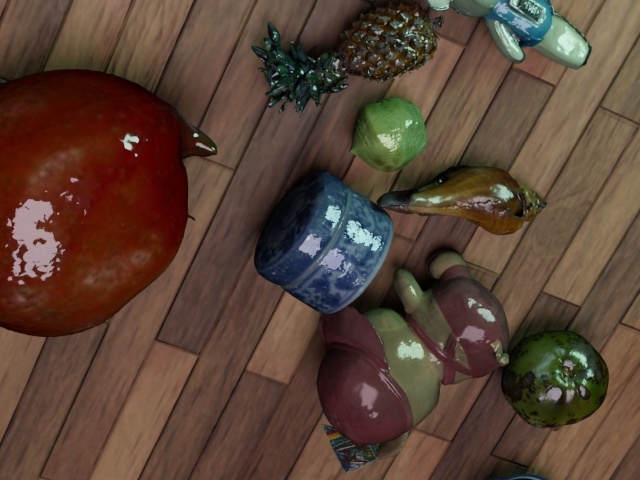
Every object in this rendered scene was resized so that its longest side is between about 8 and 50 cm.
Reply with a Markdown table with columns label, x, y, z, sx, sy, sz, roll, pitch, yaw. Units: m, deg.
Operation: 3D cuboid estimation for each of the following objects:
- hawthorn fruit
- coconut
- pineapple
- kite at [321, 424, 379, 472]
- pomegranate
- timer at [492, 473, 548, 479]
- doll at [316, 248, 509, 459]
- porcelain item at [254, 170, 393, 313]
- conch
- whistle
| label | x | y | z | sx | sy | sz | roll | pitch | yaw |
| --- | --- | --- | --- | --- | --- | --- | --- | --- | --- |
| hawthorn fruit | -0.289 | -0.048 | 1.302 | 0.295 | 0.295 | 0.311 | 34 | 106 | -21 |
| coconut | 0.077 | -0.122 | 1.417 | 0.096 | 0.088 | 0.088 | -27 | 116 | -1 |
| pineapple | 0.035 | -0.216 | 1.364 | 0.221 | 0.083 | 0.103 | -19 | 132 | 1 |
| kite | 0.050 | 0.281 | 1.646 | 0.122 | 0.004 | 0.090 | 22 | 111 | -17 |
| pomegranate | 0.309 | 0.197 | 1.577 | 0.138 | 0.125 | 0.163 | -20 | 118 | -12 |
| timer | 0.186 | 0.468 | 1.646 | 0.383 | 0.270 | 0.270 | -41 | 115 | -5 |
| doll | 0.107 | 0.139 | 1.508 | 0.255 | 0.152 | 0.196 | -33 | 84 | -9 |
| porcelain item | 0.000 | 0.000 | 1.428 | 0.114 | 0.147 | 0.147 | 34 | 106 | -18 |
| conch | 0.177 | -0.055 | 1.460 | 0.232 | 0.086 | 0.080 | 12 | 90 | -14 |
| whistle | 0.213 | -0.265 | 1.375 | 0.235 | 0.077 | 0.114 | 28 | 76 | -25 |
